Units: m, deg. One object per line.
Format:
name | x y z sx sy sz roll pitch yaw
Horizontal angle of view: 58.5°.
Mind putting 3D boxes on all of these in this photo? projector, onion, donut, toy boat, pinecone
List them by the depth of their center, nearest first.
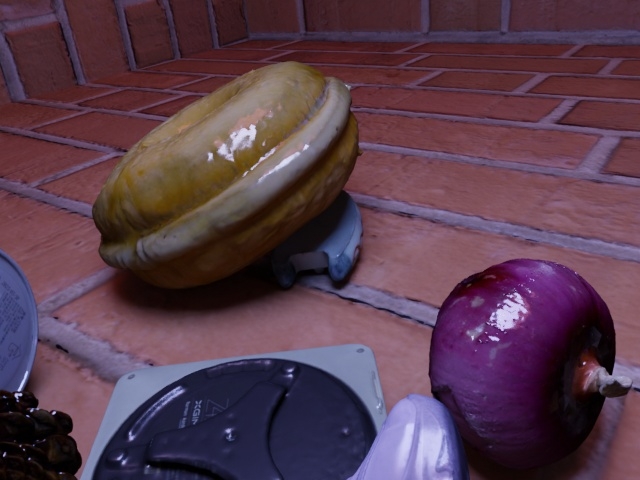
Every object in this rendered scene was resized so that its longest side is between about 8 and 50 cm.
pinecone | -0.268 0.185 0.470 0.140 0.140 0.121 -18 19 -22
projector | -0.067 0.189 0.474 0.259 0.079 0.257 -7 28 0
onion | 0.176 0.103 0.490 0.154 0.177 0.177 6 29 26
donut | -0.130 -0.107 0.837 0.449 0.198 0.448 -28 23 13
toy boat | 0.000 0.000 0.853 0.134 0.078 0.207 -11 35 14

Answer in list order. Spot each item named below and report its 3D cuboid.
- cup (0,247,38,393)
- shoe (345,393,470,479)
cup | -0.479 0.100 0.607 0.327 0.236 0.323 -1 -3 11
shoe | 0.003 0.200 0.320 0.138 0.095 0.244 12 70 18
